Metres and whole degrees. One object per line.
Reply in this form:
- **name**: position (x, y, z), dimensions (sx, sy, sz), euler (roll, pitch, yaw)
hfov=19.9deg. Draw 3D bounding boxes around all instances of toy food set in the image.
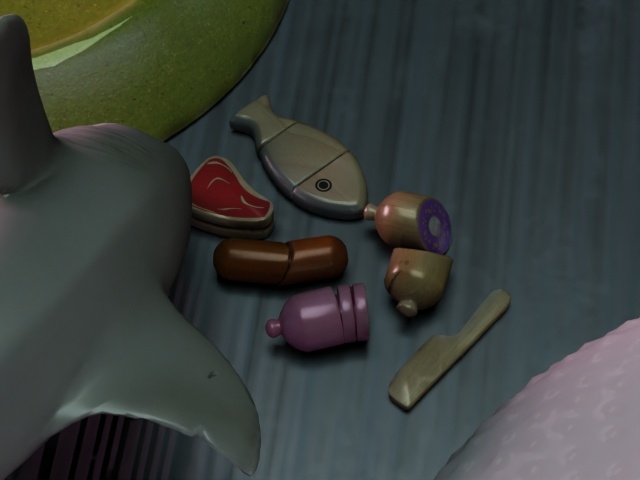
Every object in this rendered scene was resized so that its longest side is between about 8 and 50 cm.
- **toy food set**: position (0.000, 0.000, 0.610), dimensions (0.122, 0.019, 0.078), euler (35, 63, 23)

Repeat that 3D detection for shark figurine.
- **shark figurine**: position (-0.081, 0.061, 0.491), dimensions (0.116, 0.166, 0.278), euler (25, 60, 6)

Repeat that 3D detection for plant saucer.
- **plant saucer**: position (-0.128, -0.122, 0.689), dimensions (0.241, 0.037, 0.241), euler (-1, 55, 1)

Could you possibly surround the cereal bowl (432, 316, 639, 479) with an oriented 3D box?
- **cereal bowl**: position (0.161, 0.140, 0.437), dimensions (0.339, 0.141, 0.339), euler (0, 55, 0)
